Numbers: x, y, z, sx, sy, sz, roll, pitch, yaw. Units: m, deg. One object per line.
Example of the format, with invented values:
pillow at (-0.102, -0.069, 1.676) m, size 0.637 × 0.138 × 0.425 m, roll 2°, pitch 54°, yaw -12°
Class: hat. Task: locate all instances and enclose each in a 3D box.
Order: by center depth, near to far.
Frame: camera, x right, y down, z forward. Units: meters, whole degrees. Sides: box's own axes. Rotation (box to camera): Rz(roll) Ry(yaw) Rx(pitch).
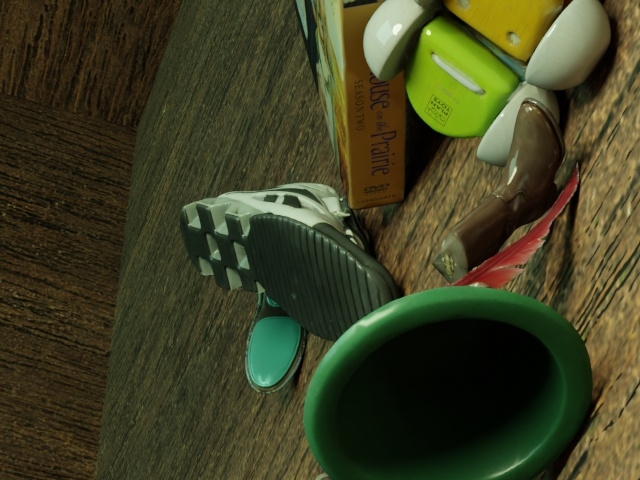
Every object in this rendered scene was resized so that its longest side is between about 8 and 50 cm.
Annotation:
hat at (0.078, 0.056, 1.018) m, size 0.183 × 0.208 × 0.173 m, roll -107°, pitch 26°, yaw -56°

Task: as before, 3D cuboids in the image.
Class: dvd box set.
dvd box set at (0.014, -0.255, 1.346) m, size 0.420 × 0.062 × 0.308 m, roll 85°, pitch 171°, yaw -64°

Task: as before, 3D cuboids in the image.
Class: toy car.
toy car at (0.133, -0.159, 1.133) m, size 0.136 × 0.159 × 0.182 m, roll -40°, pitch -16°, yaw -45°

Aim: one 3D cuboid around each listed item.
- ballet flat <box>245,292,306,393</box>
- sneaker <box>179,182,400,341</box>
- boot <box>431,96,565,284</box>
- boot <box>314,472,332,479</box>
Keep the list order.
ballet flat at (-0.044, 0.093, 1.723) m, size 0.070 × 0.070 × 0.188 m, roll 129°, pitch 154°, yaw -60°
sneaker at (0.000, 0.000, 1.511) m, size 0.330 × 0.146 × 0.122 m, roll 25°, pitch 130°, yaw 53°
boot at (0.119, -0.029, 1.052) m, size 0.037 × 0.114 × 0.106 m, roll 28°, pitch 144°, yaw 38°
boot at (0.008, 0.239, 1.384) m, size 0.087 × 0.042 × 0.118 m, roll -97°, pitch 26°, yaw -62°
